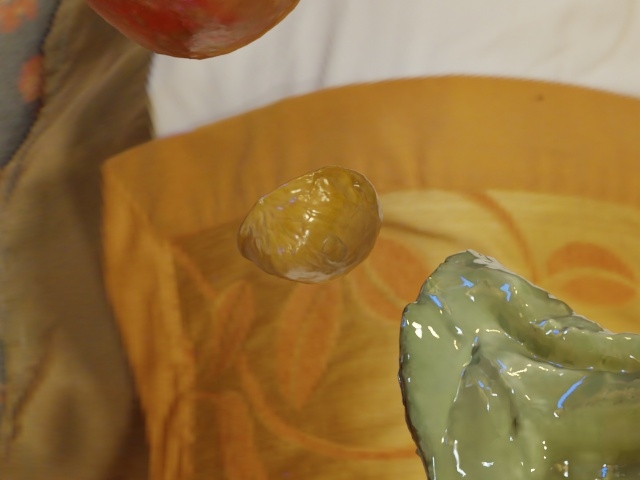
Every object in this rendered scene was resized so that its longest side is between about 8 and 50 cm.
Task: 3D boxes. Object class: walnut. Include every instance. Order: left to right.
[{"bbox_3d":[0.000,0.000,1.113,0.121,0.091,0.052,9,44,-58],"label":"walnut"}]

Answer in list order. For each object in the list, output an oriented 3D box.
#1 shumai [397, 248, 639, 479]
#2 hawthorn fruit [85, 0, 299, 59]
[{"bbox_3d":[0.190,0.108,0.708,0.289,0.330,0.292,4,124,-20],"label":"shumai"},{"bbox_3d":[-0.096,-0.289,1.304,0.284,0.284,0.284,4,83,-31],"label":"hawthorn fruit"}]
